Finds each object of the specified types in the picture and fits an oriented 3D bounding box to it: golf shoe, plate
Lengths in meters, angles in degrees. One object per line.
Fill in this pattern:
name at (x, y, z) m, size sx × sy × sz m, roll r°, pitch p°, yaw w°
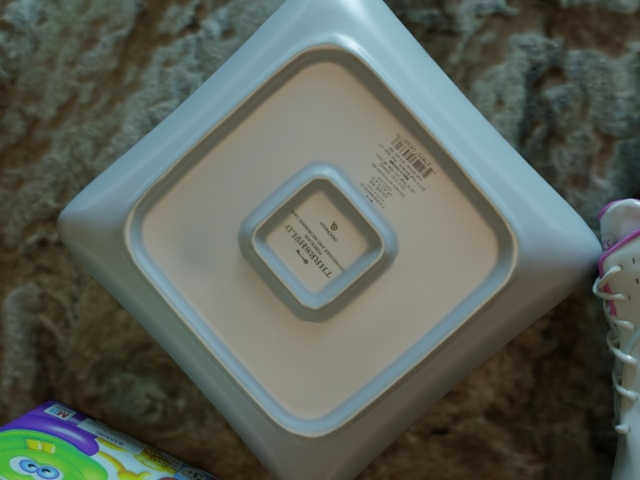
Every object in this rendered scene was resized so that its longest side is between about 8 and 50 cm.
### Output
golf shoe at (0.217, 0.056, 0.465) m, size 0.140 × 0.115 × 0.306 m, roll 25°, pitch 88°, yaw 14°
plate at (0.000, 0.000, 0.503) m, size 0.278 × 0.045 × 0.277 m, roll -42°, pitch 88°, yaw 5°

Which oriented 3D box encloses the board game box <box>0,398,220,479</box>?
board game box at (-0.174, 0.209, 0.411) m, size 0.142 × 0.275 × 0.144 m, roll 25°, pitch 94°, yaw 3°
